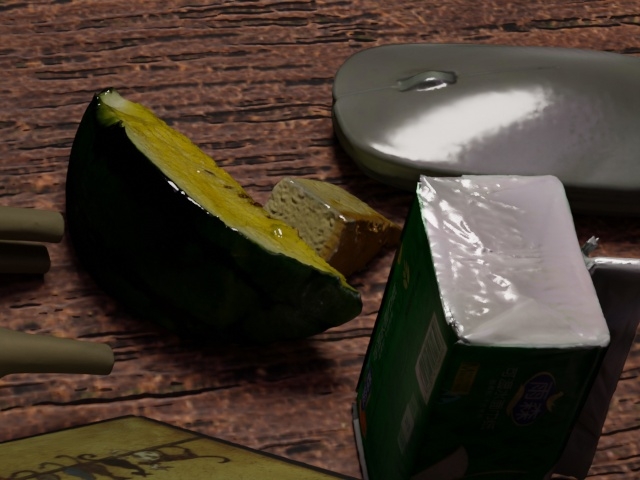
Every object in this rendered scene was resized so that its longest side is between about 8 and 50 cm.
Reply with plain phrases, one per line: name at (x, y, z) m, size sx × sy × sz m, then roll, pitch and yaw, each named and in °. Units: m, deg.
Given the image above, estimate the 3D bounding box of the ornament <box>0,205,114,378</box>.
ornament at (-0.258, 0.053, 0.997) m, size 0.245 × 0.061 × 0.230 m, roll 6°, pitch 38°, yaw -34°

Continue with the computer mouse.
computer mouse at (0.174, -0.107, 1.283) m, size 0.331 × 0.095 × 0.197 m, roll 3°, pitch 39°, yaw -8°

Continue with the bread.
bread at (0.000, 0.000, 1.190) m, size 0.084 × 0.080 × 0.109 m, roll 37°, pitch 14°, yaw 26°

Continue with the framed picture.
framed picture at (-0.128, 0.145, 0.843) m, size 0.255 × 0.014 × 0.338 m, roll -9°, pitch 9°, yaw -34°

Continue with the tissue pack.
tissue pack at (0.119, 0.082, 0.987) m, size 0.156 × 0.209 × 0.148 m, roll 1°, pitch 43°, yaw -13°

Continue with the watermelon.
watermelon at (-0.105, -0.021, 1.137) m, size 0.129 × 0.123 × 0.301 m, roll -8°, pitch 38°, yaw -40°
